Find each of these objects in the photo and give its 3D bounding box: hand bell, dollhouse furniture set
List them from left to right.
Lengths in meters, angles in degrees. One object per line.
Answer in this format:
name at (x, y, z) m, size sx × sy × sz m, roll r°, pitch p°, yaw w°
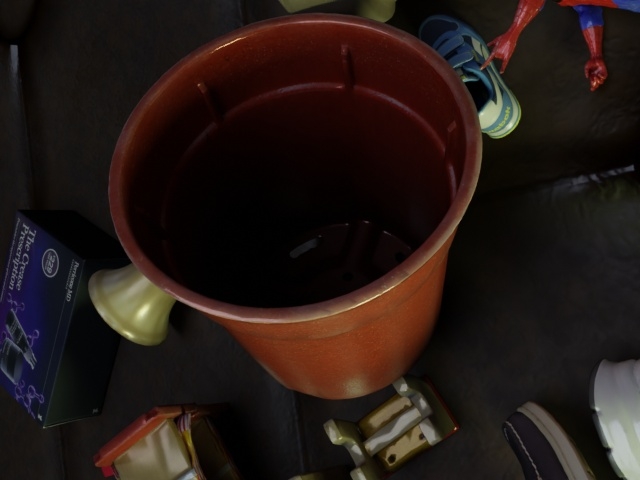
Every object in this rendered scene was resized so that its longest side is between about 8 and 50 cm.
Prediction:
hand bell at (-0.165, 0.008, 0.955) m, size 0.242 × 0.126 × 0.126 m, roll -43°, pitch 65°, yaw 16°
dollhouse furniture set at (-0.046, 0.226, 0.844) m, size 0.374 × 0.152 × 0.201 m, roll -38°, pitch 67°, yaw 14°

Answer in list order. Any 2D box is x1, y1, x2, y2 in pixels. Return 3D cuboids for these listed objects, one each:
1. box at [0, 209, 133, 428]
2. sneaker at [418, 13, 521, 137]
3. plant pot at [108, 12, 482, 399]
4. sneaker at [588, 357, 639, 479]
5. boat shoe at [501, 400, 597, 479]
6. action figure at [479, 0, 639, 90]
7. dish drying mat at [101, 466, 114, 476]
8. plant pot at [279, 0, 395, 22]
box at (-0.383, 0.108, 1.112) m, size 0.184 × 0.103 × 0.261 m, roll 27°, pitch 107°, yaw 32°
sneaker at (0.134, -0.162, 0.721) m, size 0.053 × 0.059 × 0.144 m, roll -46°, pitch 63°, yaw 32°
plant pot at (0.000, 0.000, 0.656) m, size 0.272 × 0.265 × 0.272 m, roll -5°, pitch 59°, yaw 9°
sneaker at (0.311, 0.215, 0.564) m, size 0.129 × 0.111 × 0.297 m, roll -27°, pitch 77°, yaw 26°
boat shoe at (0.190, 0.243, 0.584) m, size 0.092 × 0.103 × 0.285 m, roll -25°, pitch 36°, yaw 5°
action figure at (0.248, -0.165, 0.609) m, size 0.280 × 0.091 × 0.139 m, roll 28°, pitch 99°, yaw 34°
dish drying mat at (-0.292, 0.319, 1.101) m, size 0.083 × 0.008 × 0.032 m, roll -27°, pitch 75°, yaw 35°
plant pot at (0.065, -0.370, 0.645) m, size 0.280 × 0.323 × 0.323 m, roll -21°, pitch 77°, yaw 20°
